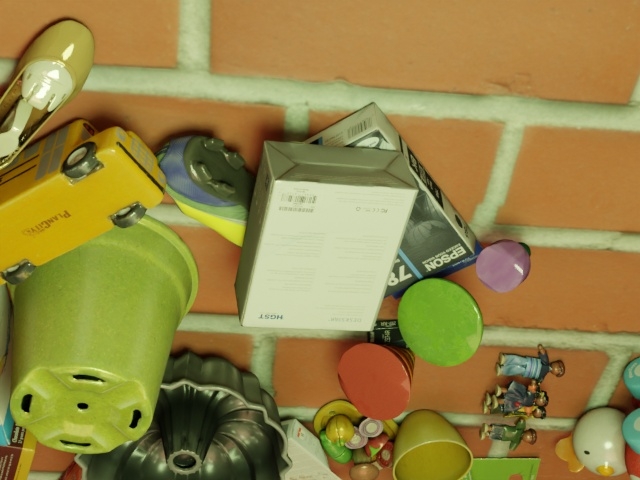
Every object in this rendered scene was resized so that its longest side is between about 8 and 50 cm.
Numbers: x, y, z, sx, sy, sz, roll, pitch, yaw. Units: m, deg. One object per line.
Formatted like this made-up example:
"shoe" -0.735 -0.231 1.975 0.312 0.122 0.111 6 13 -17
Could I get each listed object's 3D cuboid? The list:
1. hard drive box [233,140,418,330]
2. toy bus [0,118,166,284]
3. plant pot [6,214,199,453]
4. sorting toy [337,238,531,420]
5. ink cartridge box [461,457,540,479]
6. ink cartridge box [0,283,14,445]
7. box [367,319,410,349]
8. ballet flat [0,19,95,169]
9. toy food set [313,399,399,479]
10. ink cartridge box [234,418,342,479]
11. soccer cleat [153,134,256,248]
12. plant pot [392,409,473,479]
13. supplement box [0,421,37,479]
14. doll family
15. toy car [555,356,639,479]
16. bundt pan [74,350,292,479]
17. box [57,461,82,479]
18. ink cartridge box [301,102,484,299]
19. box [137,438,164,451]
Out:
"hard drive box" 0.000 0.000 1.265 0.181 0.089 0.232 4 127 -16
"toy bus" -0.354 -0.047 1.281 0.332 0.130 0.108 -25 128 19
"plant pot" -0.308 0.136 1.369 0.276 0.254 0.276 -2 133 -2
"sorting toy" 0.178 0.116 1.454 0.127 0.126 0.365 49 123 11
"ink cartridge box" 0.267 0.482 1.826 0.255 0.097 0.189 -2 134 0
"ink cartridge box" -0.533 0.158 1.433 0.171 0.168 0.233 0 133 -4
"box" 0.106 0.157 1.571 0.067 0.018 0.083 -3 133 -1
"ballet flat" -0.344 -0.163 1.213 0.080 0.073 0.232 29 125 -27
"toy food set" 0.075 0.356 1.717 0.128 0.071 0.218 -25 130 18
"ink cartridge box" -0.053 0.373 1.728 0.145 0.045 0.179 -17 136 31
"soccer cleat" -0.113 -0.039 1.348 0.121 0.093 0.289 -5 143 38
"plant pot" 0.177 0.340 1.687 0.134 0.095 0.134 -5 131 -6
"supplement box" -0.556 0.319 1.608 0.194 0.129 0.191 13 131 -15
"doll family" 0.329 0.255 1.639 0.111 0.076 0.193 8 129 -4
"toy car" 0.496 0.342 1.656 0.238 0.210 0.219 -22 121 33
"bundt pan" -0.209 0.303 1.580 0.330 0.124 0.331 -1 125 -2
"box" -0.322 0.507 1.781 0.299 0.154 0.142 24 128 -25
"ink cartridge box" 0.092 -0.024 1.375 0.165 0.065 0.333 -28 129 20
"box" -0.311 0.355 1.715 0.179 0.043 0.105 12 131 -17
